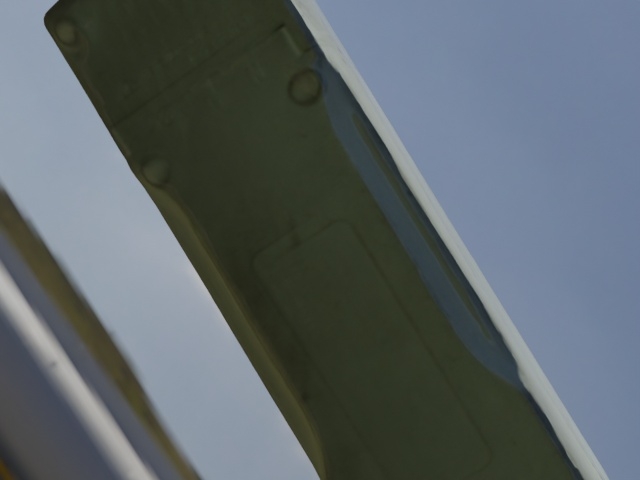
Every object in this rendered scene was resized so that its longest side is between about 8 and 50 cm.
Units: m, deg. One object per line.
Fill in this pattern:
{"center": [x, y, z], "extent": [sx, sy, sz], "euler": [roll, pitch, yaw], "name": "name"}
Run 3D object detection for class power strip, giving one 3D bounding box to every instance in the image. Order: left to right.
{"center": [0.000, 0.000, 0.343], "extent": [0.191, 0.047, 0.030], "euler": [59, 15, 8], "name": "power strip"}
